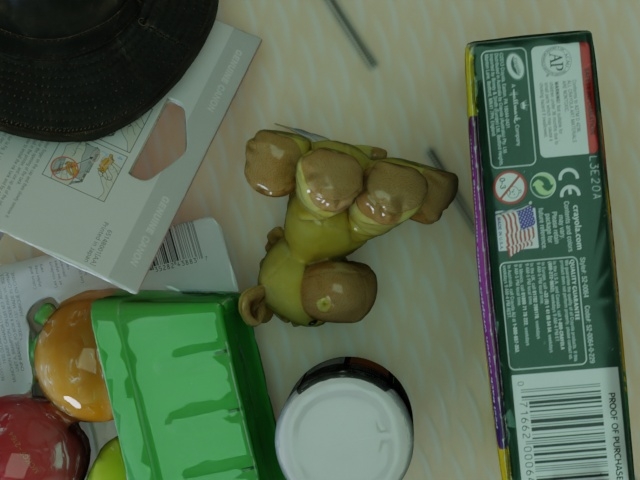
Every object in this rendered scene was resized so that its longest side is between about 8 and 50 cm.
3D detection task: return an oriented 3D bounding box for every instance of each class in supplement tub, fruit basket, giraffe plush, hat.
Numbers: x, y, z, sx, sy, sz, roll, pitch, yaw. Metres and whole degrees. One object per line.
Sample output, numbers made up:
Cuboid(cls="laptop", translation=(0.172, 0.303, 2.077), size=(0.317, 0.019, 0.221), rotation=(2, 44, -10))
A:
Cuboid(cls="supplement tub", translation=(0.023, 0.162, 1.568), size=(0.117, 0.190, 0.117), rotation=(0, 91, 3))
Cuboid(cls="fruit basket", translation=(-0.214, 0.172, 1.619), size=(0.353, 0.165, 0.327), rotation=(-14, 91, 18))
Cuboid(cls="giraffe plush", translation=(0.000, 0.000, 1.573), size=(0.181, 0.210, 0.170), rotation=(10, 98, -26))
Cuboid(cls="hat", translation=(-0.224, -0.250, 1.517), size=(0.331, 0.134, 0.331), rotation=(8, 60, -15))

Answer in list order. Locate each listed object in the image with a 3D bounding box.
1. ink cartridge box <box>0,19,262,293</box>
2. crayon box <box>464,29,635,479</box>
Cuboid(cls="ink cartridge box", translation=(-0.225, -0.110, 1.555), size=(0.261, 0.066, 0.296), rotation=(26, 57, -4))
Cuboid(cls="crayon box", translation=(0.184, 0.022, 1.495), size=(0.106, 0.313, 0.362), rotation=(-5, 92, 6))
